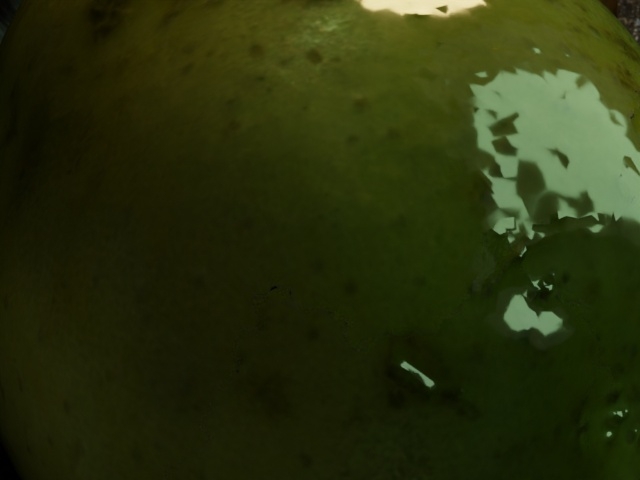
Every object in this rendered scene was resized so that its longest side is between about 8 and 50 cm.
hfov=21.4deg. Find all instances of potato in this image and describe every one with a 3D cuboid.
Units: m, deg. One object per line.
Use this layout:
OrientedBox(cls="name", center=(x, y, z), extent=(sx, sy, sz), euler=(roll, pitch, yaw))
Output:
OrientedBox(cls="potato", center=(0.003, 0.001, 0.479), extent=(0.216, 0.216, 0.304), euler=(50, 12, -24))

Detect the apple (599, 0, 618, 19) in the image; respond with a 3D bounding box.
OrientedBox(cls="apple", center=(0.070, -0.126, 1.113), extent=(0.346, 0.254, 0.179), euler=(61, 13, -56))
